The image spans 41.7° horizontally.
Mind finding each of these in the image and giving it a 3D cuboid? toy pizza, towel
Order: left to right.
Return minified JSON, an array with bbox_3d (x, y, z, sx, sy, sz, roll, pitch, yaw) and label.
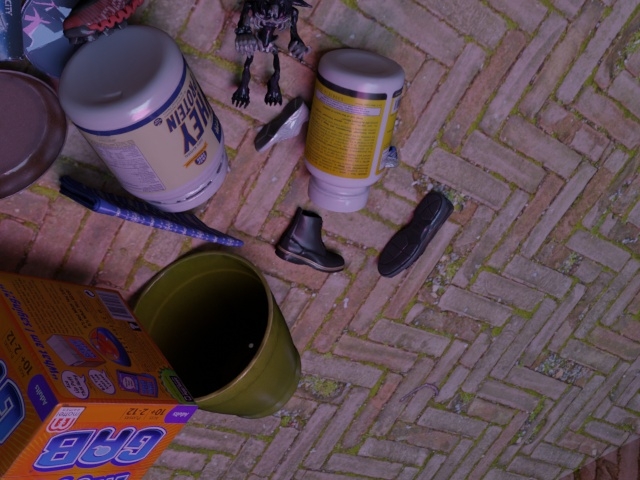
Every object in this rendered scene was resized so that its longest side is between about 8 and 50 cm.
[{"bbox_3d":[-0.460,-0.393,1.566,0.201,0.032,0.201,-14,129,-18],"label":"toy pizza"},{"bbox_3d":[-0.353,-0.059,1.745,0.336,0.243,0.040,16,94,-37],"label":"towel"}]

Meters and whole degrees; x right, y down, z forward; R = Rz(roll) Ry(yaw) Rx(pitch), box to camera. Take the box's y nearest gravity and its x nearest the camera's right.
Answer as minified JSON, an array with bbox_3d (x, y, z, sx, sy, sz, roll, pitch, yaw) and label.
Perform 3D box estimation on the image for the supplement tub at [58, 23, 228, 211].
[{"bbox_3d":[-0.324,-0.223,1.611,0.236,0.235,0.324,-32,146,-4],"label":"supplement tub"}]

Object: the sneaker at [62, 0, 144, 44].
[{"bbox_3d":[-0.364,-0.457,1.492,0.276,0.098,0.135,-47,127,-26],"label":"sneaker"}]

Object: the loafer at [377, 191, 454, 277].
[{"bbox_3d":[0.260,-0.002,2.226,0.084,0.096,0.267,24,107,-46],"label":"loafer"}]

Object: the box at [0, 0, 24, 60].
[{"bbox_3d":[-0.586,-0.418,1.401,0.159,0.044,0.232,-4,99,-27],"label":"box"}]

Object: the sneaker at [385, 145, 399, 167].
[{"bbox_3d":[0.123,-0.205,2.030,0.135,0.052,0.058,-7,106,-18],"label":"sneaker"}]

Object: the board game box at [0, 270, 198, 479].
[{"bbox_3d":[-0.543,0.320,1.651,0.356,0.356,0.356,-51,148,14],"label":"board game box"}]

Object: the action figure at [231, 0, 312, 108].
[{"bbox_3d":[-0.101,-0.399,1.693,0.164,0.141,0.275,1,125,-16],"label":"action figure"}]

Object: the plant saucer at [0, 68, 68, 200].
[{"bbox_3d":[-0.627,-0.197,1.565,0.311,0.050,0.310,-26,146,-19],"label":"plant saucer"}]

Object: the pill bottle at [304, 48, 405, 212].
[{"bbox_3d":[0.065,-0.239,1.870,0.188,0.188,0.333,-6,125,-26],"label":"pill bottle"}]

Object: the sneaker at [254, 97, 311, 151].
[{"bbox_3d":[-0.081,-0.245,1.876,0.152,0.053,0.061,-42,136,4],"label":"sneaker"}]

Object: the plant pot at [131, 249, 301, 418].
[{"bbox_3d":[-0.217,0.265,2.013,0.367,0.366,0.353,-37,145,-1],"label":"plant pot"}]

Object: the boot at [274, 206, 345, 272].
[{"bbox_3d":[0.000,0.000,2.095,0.198,0.077,0.137,12,111,-37],"label":"boot"}]
